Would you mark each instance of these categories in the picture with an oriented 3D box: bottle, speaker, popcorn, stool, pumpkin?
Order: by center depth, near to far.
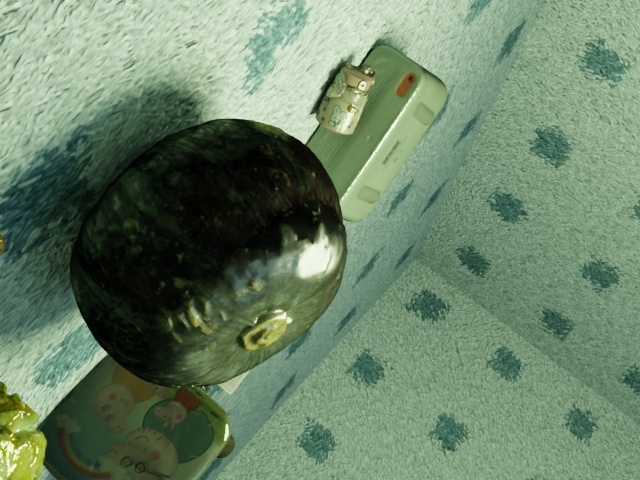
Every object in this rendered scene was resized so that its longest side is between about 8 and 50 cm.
[{"bbox_3d":[-0.505,0.301,1.149,0.221,0.204,0.183,9,93,-54],"label":"popcorn"},{"bbox_3d":[-0.166,0.020,1.264,0.454,0.344,0.454,-32,154,-18],"label":"pumpkin"},{"bbox_3d":[-0.368,0.421,1.666,0.310,0.310,0.226,-46,163,-20],"label":"stool"},{"bbox_3d":[0.055,-0.308,1.707,0.099,0.099,0.152,-29,148,-59],"label":"bottle"},{"bbox_3d":[0.107,-0.243,1.862,0.406,0.183,0.184,-55,161,10],"label":"speaker"}]

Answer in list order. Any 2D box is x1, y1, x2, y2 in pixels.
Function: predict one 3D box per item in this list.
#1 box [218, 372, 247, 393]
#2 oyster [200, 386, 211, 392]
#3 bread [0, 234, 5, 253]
[{"bbox_3d":[-0.176,0.270,2.338,0.343,0.065,0.200,-53,-174,1],"label":"box"},{"bbox_3d":[-0.376,0.476,2.274,0.199,0.087,0.252,-57,177,-24],"label":"oyster"},{"bbox_3d":[-0.432,0.017,1.005,0.081,0.046,0.083,-51,166,-32],"label":"bread"}]
